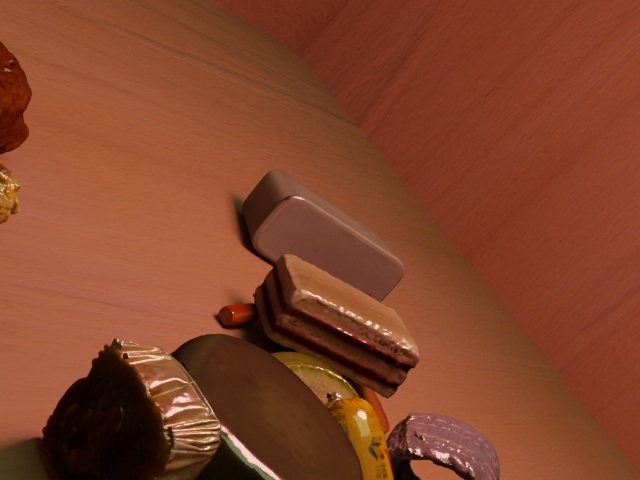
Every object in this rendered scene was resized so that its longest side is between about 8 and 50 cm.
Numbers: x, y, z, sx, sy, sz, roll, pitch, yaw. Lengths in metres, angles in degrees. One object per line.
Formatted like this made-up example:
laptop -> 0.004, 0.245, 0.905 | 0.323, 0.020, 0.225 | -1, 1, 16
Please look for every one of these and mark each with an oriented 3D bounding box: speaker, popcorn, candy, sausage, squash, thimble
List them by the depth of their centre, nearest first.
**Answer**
popcorn -> -0.527, -0.083, 1.545 | 0.106, 0.116, 0.121 | 118, -35, -74
sausage -> 0.061, 0.410, 1.589 | 0.123, 0.123, 0.347 | 14, 61, -58
squash -> -0.052, 0.307, 1.814 | 0.233, 0.210, 0.309 | 40, -11, -9
thimble -> 0.224, 0.445, 1.873 | 0.236, 0.205, 0.172 | 49, 19, -2
sausage -> -0.157, 0.148, 1.972 | 0.041, 0.039, 0.131 | 43, 15, 19
candy -> 0.033, 0.169, 2.003 | 0.320, 0.135, 0.179 | 31, 14, -19
speaker -> 0.000, 0.000, 2.433 | 0.406, 0.183, 0.184 | 33, 16, -31

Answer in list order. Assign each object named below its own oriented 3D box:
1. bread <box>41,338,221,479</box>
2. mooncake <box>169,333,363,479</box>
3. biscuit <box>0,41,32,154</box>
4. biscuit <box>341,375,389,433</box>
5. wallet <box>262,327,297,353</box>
bread -> -0.248, 0.252, 1.257 | 0.110, 0.210, 0.192 | 8, 40, -56
mooncake -> -0.119, 0.312, 1.441 | 0.356, 0.194, 0.356 | 38, 15, -12
biscuit -> -0.678, -0.304, 1.627 | 0.395, 0.166, 0.342 | 44, 16, 2
biscuit -> 0.063, 0.325, 2.070 | 0.186, 0.036, 0.192 | 29, 22, -36
wallet -> 0.004, 0.220, 2.128 | 0.165, 0.042, 0.309 | 37, 14, 23
